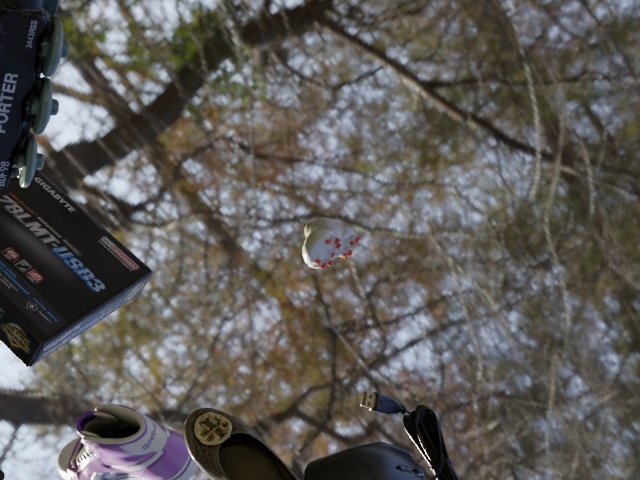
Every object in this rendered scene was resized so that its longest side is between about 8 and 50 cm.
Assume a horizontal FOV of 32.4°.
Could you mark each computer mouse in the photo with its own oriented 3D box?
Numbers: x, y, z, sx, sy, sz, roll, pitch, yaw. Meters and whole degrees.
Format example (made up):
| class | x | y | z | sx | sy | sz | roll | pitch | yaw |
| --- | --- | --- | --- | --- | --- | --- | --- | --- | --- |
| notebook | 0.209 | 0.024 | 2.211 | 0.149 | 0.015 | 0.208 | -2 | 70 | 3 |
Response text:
| class | x | y | z | sx | sy | sz | roll | pitch | yaw |
| --- | --- | --- | --- | --- | --- | --- | --- | --- | --- |
| computer mouse | 0.079 | 0.246 | 1.287 | 0.060 | 0.262 | 0.184 | -46 | -130 | 31 |

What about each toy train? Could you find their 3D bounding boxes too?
| class | x | y | z | sx | sy | sz | roll | pitch | yaw |
| --- | --- | --- | --- | --- | --- | --- | --- | --- | --- |
| toy train | -0.427 | -0.219 | 1.474 | 0.190 | 0.142 | 0.334 | -114 | -142 | -48 |

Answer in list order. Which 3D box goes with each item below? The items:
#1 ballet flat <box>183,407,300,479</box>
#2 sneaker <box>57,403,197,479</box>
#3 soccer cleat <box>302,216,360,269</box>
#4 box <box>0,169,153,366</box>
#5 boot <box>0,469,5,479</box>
| class | x | y | z | sx | sy | sz | roll | pitch | yaw |
| --- | --- | --- | --- | --- | --- | --- | --- | --- | --- |
| ballet flat | -0.064 | 0.288 | 1.308 | 0.084 | 0.250 | 0.058 | -39 | 168 | -30 |
| sneaker | -0.329 | 0.298 | 1.653 | 0.282 | 0.161 | 0.102 | -13 | -131 | 37 |
| soccer cleat | 0.000 | 0.000 | 1.724 | 0.076 | 0.196 | 0.068 | 32 | -77 | 13 |
| box | -0.474 | 0.032 | 1.821 | 0.073 | 0.295 | 0.293 | -54 | 170 | 35 |
| boot | -0.206 | 0.278 | 0.906 | 0.076 | 0.198 | 0.137 | -3 | -115 | 44 |
